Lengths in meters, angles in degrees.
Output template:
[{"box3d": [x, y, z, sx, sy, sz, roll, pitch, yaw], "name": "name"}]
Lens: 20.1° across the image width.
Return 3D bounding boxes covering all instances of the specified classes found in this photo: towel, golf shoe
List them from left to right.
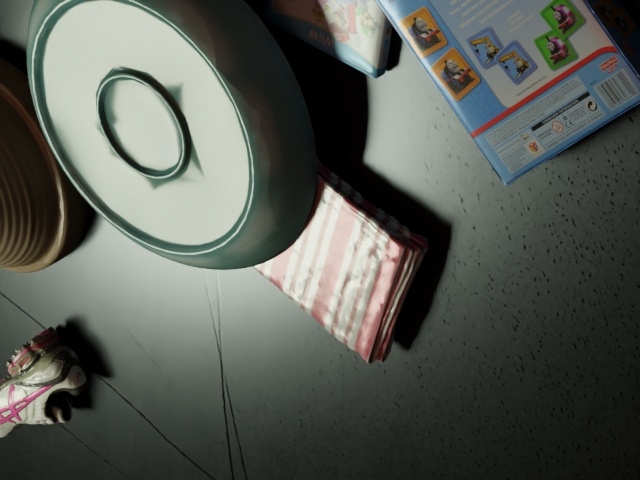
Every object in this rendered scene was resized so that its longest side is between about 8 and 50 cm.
[{"box3d": [-0.307, 0.171, 1.919, 0.086, 0.067, 0.186, 50, 138, 7], "name": "golf shoe"}, {"box3d": [0.000, 0.000, 1.548, 0.197, 0.029, 0.144, 40, 136, 24], "name": "towel"}]

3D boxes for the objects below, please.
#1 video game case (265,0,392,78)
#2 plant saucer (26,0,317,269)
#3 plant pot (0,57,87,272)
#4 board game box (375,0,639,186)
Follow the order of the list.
[{"box3d": [0.012, -0.222, 1.406, 0.119, 0.015, 0.166, 31, 132, 27], "name": "video game case"}, {"box3d": [-0.143, -0.105, 1.549, 0.318, 0.044, 0.317, 23, 131, 29], "name": "plant saucer"}, {"box3d": [-0.352, -0.062, 1.783, 0.237, 0.110, 0.237, 24, 130, 31], "name": "plant pot"}, {"box3d": [0.131, -0.162, 1.298, 0.211, 0.039, 0.160, 54, 137, -2], "name": "board game box"}]
